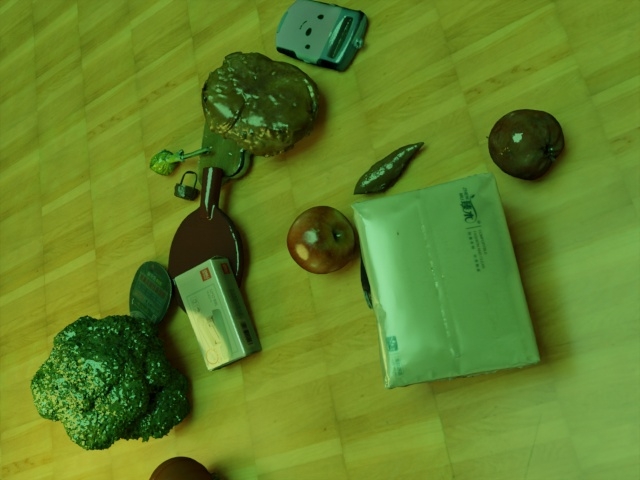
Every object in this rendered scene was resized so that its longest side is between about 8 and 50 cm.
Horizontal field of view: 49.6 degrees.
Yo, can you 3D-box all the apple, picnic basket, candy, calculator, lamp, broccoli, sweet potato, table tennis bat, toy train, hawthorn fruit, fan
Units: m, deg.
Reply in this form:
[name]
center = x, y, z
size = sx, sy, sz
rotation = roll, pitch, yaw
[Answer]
[apple]
center = 0.000, 0.000, 1.638
size = 0.139, 0.163, 0.163
rotation = -20, 66, 46
[picnic basket]
center = -0.382, -0.160, 1.983
size = 0.072, 0.072, 0.083
rotation = 14, 86, 35
[candy]
center = -0.401, -0.240, 1.991
size = 0.262, 0.073, 0.077
rotation = -7, 51, 44
[calculator]
center = 0.000, -0.549, 1.846
size = 0.293, 0.051, 0.173
rotation = 26, 91, 35
[lamp]
center = -0.327, 0.630, 1.658
size = 0.223, 0.196, 0.223
rotation = 34, 133, 47
[broccoli]
center = -0.548, 0.357, 1.808
size = 0.413, 0.310, 0.321
rotation = 1, 94, 0
[sweet potato]
center = 0.162, -0.168, 1.637
size = 0.206, 0.060, 0.068
rotation = -41, 96, 16
[table tennis bat]
center = -0.310, 0.008, 1.873
size = 0.268, 0.051, 0.415
rotation = 4, 89, 35
[toy train]
center = 0.126, 0.034, 1.613
size = 0.055, 0.048, 0.252
rotation = -7, 79, 42
[hawthorn fruit]
center = 0.403, -0.200, 1.433
size = 0.189, 0.149, 0.149
rotation = 9, 83, 34
[fan]
center = -0.486, 0.198, 1.965
size = 0.223, 0.012, 0.294
rotation = -14, 70, 43

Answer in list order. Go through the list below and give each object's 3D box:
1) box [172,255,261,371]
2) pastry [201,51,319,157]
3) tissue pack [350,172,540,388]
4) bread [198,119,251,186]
[box]
center = -0.265, 0.186, 1.769
size = 0.135, 0.079, 0.269
rotation = -25, 80, 25
[pastry]
center = -0.152, -0.347, 1.800
size = 0.311, 0.162, 0.255
rotation = 27, 76, 12
[tissue pack]
center = 0.235, 0.085, 1.366
size = 0.297, 0.207, 0.380
rotation = -13, 78, 5
[bread]
center = -0.249, -0.278, 1.933
size = 0.207, 0.056, 0.286
rotation = 6, 84, 35
